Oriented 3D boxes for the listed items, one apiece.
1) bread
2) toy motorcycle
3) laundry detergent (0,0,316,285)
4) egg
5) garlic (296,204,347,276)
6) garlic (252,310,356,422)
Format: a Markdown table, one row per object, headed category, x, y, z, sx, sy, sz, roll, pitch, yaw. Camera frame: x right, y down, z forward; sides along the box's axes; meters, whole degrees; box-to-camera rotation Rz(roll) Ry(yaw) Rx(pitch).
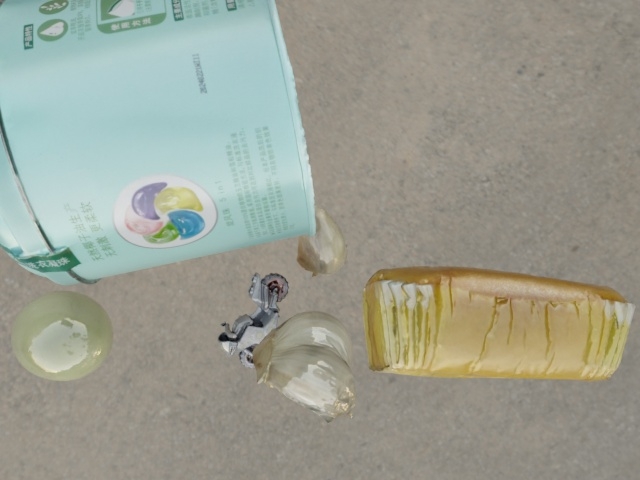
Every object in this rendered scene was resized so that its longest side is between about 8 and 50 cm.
| category | x | y | z | sx | sy | sz | roll | pitch | yaw |
| --- | --- | --- | --- | --- | --- | --- | --- | --- | --- |
| bread | 0.189 | 0.097 | 0.707 | 0.288 | 0.152 | 0.119 | 4 | 80 | -9 |
| toy motorcycle | -0.146 | 0.166 | 1.344 | 0.122 | 0.080 | 0.215 | 13 | 99 | -28 |
| laundry detergent | -0.181 | -0.113 | 0.633 | 0.305 | 0.287 | 0.287 | -12 | 119 | -3 |
| egg | -0.625 | 0.230 | 1.537 | 0.269 | 0.219 | 0.219 | 4 | 123 | 27 |
| garlic | -0.001 | 0.006 | 0.966 | 0.084 | 0.066 | 0.152 | 12 | 140 | 9 |
| garlic | -0.008 | 0.187 | 1.023 | 0.178 | 0.229 | 0.143 | 30 | 85 | -19 |
